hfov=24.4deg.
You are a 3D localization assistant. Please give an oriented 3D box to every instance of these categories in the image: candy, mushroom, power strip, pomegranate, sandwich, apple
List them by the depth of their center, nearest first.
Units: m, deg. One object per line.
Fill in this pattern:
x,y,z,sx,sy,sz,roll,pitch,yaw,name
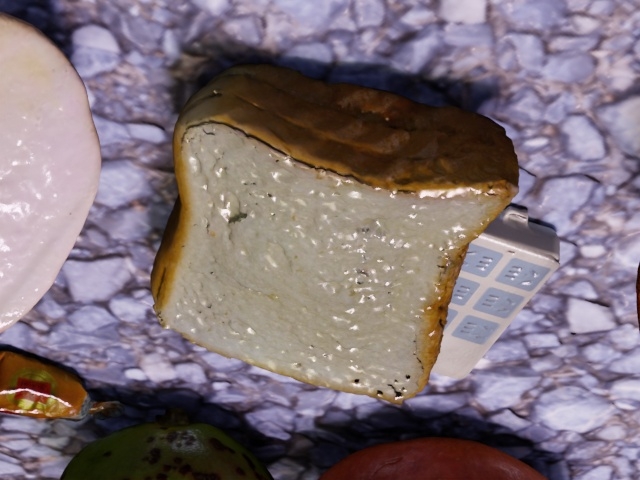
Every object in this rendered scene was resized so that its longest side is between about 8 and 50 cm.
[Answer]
-0.256,-0.083,0.960,0.173,0.162,0.236,-48,120,-5,mushroom
0.000,0.001,1.021,0.226,0.087,0.251,19,139,3,sandwich
0.108,0.041,1.120,0.081,0.035,0.192,17,139,-13,power strip
-0.252,0.127,1.264,0.182,0.046,0.053,20,141,-21,candy
-0.135,0.276,1.288,0.211,0.263,0.211,6,-179,0,pomegranate
0.104,0.287,1.297,0.271,0.206,0.252,3,131,-1,apple

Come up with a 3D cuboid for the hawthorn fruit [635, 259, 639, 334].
0.348,0.029,0.912,0.284,0.284,0.284,4,141,3,hawthorn fruit
